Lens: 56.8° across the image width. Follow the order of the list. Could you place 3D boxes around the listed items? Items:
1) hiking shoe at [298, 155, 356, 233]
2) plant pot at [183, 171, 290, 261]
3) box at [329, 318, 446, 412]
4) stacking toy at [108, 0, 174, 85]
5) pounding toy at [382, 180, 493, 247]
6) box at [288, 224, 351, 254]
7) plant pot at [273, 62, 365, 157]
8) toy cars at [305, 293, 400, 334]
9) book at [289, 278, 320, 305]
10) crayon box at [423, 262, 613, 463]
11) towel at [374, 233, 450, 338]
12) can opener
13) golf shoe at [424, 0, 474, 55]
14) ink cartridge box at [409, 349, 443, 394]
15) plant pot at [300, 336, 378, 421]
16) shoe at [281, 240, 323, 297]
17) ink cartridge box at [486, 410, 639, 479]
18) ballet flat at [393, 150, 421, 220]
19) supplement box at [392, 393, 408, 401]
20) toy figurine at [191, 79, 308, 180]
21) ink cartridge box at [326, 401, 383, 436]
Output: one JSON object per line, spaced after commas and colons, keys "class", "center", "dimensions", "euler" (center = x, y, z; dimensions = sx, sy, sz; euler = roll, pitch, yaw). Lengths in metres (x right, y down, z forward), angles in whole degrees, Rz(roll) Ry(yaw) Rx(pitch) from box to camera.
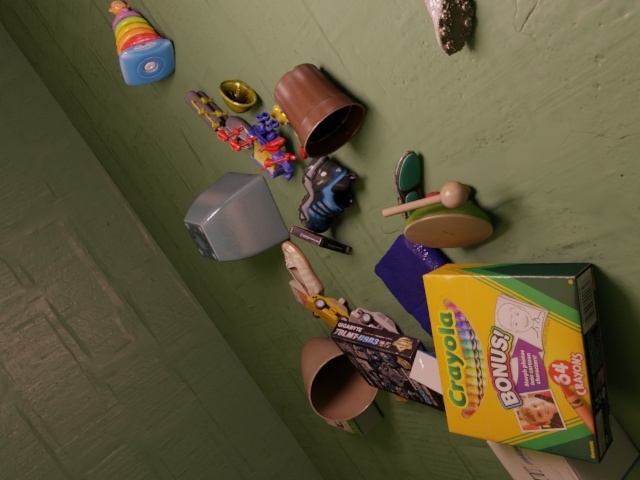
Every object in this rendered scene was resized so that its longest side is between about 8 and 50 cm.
{"class": "hiking shoe", "center": [0.021, -0.097, 1.584], "dimensions": [0.132, 0.113, 0.304], "euler": [32, 154, 17]}
{"class": "plant pot", "center": [-0.303, -0.059, 1.989], "dimensions": [0.247, 0.252, 0.247], "euler": [12, 132, 52]}
{"class": "box", "center": [0.212, 0.367, 1.741], "dimensions": [0.293, 0.073, 0.295], "euler": [6, 143, 43]}
{"class": "stacking toy", "center": [-0.606, -0.672, 1.916], "dimensions": [0.301, 0.175, 0.165], "euler": [61, 161, 18]}
{"class": "pounding toy", "center": [0.252, -0.073, 1.225], "dimensions": [0.183, 0.110, 0.237], "euler": [-10, 155, 30]}
{"class": "box", "center": [0.000, 0.000, 1.693], "dimensions": [0.116, 0.029, 0.162], "euler": [24, -178, 36]}
{"class": "plant pot", "center": [-0.011, -0.305, 1.356], "dimensions": [0.165, 0.167, 0.167], "euler": [54, 154, 20]}
{"class": "toy cars", "center": [0.115, 0.245, 1.861], "dimensions": [0.394, 0.087, 0.176], "euler": [12, 143, 48]}
{"class": "book", "center": [-0.049, 0.207, 2.133], "dimensions": [0.144, 0.035, 0.096], "euler": [26, 145, 43]}
{"class": "crayon box", "center": [0.390, 0.230, 1.189], "dimensions": [0.313, 0.106, 0.362], "euler": [-3, 101, 42]}
{"class": "towel", "center": [0.285, 0.125, 1.467], "dimensions": [0.308, 0.076, 0.227], "euler": [49, 146, 12]}
{"class": "can opener", "center": [-0.303, -0.387, 1.837], "dimensions": [0.283, 0.076, 0.095], "euler": [46, 120, 17]}
{"class": "golf shoe", "center": [0.207, -0.405, 1.000], "dimensions": [0.086, 0.069, 0.176], "euler": [-130, 22, -56]}
{"class": "ink cartridge box", "center": [0.356, 0.346, 1.512], "dimensions": [0.134, 0.231, 0.078], "euler": [18, 92, 49]}
{"class": "plant pot", "center": [0.033, 0.453, 2.087], "dimensions": [0.274, 0.256, 0.256], "euler": [35, 151, 63]}
{"class": "shoe", "center": [-0.072, 0.098, 2.011], "dimensions": [0.219, 0.058, 0.076], "euler": [55, 153, -2]}
{"class": "ink cartridge box", "center": [0.539, 0.466, 1.333], "dimensions": [0.168, 0.171, 0.233], "euler": [55, 154, -1]}
{"class": "ballet flat", "center": [0.191, -0.125, 1.334], "dimensions": [0.070, 0.070, 0.188], "euler": [28, 140, 41]}
{"class": "supplement box", "center": [0.254, 0.482, 1.957], "dimensions": [0.098, 0.036, 0.062], "euler": [57, 154, -6]}
{"class": "toy figurine", "center": [-0.182, -0.260, 1.649], "dimensions": [0.362, 0.191, 0.217], "euler": [41, 155, 26]}
{"class": "ink cartridge box", "center": [0.086, 0.629, 2.307], "dimensions": [0.201, 0.117, 0.278], "euler": [59, 153, -10]}
